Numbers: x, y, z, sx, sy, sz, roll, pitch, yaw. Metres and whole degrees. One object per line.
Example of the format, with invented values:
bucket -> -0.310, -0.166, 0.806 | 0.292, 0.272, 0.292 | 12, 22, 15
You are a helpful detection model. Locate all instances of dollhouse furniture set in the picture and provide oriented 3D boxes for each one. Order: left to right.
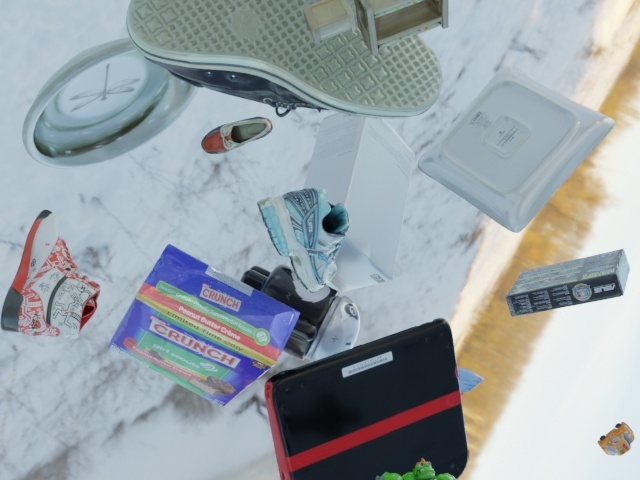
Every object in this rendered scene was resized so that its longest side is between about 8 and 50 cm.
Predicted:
dollhouse furniture set -> 0.056, -0.335, 1.078 | 0.182, 0.161, 0.101 | -21, 152, -2

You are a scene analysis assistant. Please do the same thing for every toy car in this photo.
toy car -> 0.488, 0.353, 1.289 | 0.060, 0.122, 0.040 | -23, -164, 0

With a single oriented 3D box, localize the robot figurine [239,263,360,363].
robot figurine -> -0.050, 0.156, 1.740 | 0.209, 0.278, 0.173 | -59, 174, -42

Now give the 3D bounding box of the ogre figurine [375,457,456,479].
ogre figurine -> 0.164, 0.421, 1.295 | 0.118, 0.197, 0.097 | -111, -168, -59

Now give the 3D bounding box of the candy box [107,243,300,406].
candy box -> -0.226, 0.168, 1.495 | 0.317, 0.268, 0.122 | -47, -164, 55

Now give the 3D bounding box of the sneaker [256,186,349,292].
sneaker -> 0.000, 0.000, 1.336 | 0.122, 0.110, 0.283 | -22, 156, 7

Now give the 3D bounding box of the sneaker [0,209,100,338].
sneaker -> -0.458, 0.063, 1.429 | 0.270, 0.145, 0.090 | -91, -162, -47

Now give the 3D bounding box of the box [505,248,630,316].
box -> 0.614, 0.104, 1.997 | 0.216, 0.270, 0.060 | -34, 106, -61

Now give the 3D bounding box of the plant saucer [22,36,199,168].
plant saucer -> -0.441, -0.305, 1.675 | 0.400, 0.100, 0.400 | -31, 167, -8

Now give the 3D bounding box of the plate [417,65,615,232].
plate -> 0.354, -0.188, 1.520 | 0.277, 0.278, 0.045 | -48, 142, -1

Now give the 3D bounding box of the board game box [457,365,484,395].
board game box -> 0.273, 0.309, 1.753 | 0.169, 0.133, 0.033 | -11, 113, -62

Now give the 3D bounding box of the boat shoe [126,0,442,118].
boat shoe -> -0.053, -0.299, 1.290 | 0.156, 0.500, 0.187 | 103, -2, -82

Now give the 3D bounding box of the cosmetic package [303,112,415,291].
cosmetic package -> 0.081, -0.101, 1.874 | 0.217, 0.156, 0.385 | 44, 48, -34

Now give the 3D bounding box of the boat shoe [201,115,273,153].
boat shoe -> -0.150, -0.185, 1.423 | 0.043, 0.137, 0.049 | -67, 141, -76

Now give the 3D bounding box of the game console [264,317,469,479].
game console -> 0.098, 0.351, 1.505 | 0.386, 0.060, 0.342 | -16, 104, -22
